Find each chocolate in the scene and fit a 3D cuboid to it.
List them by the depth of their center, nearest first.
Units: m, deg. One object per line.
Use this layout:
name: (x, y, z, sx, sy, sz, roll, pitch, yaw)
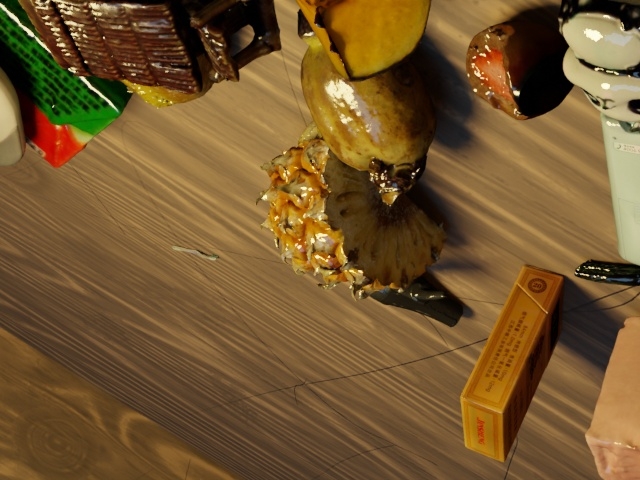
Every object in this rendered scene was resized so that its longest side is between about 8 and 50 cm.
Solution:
chocolate: (0.239, -0.215, 1.198, 0.133, 0.127, 0.124, 49, 125, 35)
chocolate: (-0.498, -0.330, 1.666, 0.360, 0.161, 0.341, 42, 149, -17)

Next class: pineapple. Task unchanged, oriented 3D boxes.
pineapple: (-0.002, 0.000, 1.592, 0.286, 0.209, 0.344, -1, 153, 46)

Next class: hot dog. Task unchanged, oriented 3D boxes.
hot dog: (0.014, -0.168, 1.531, 0.078, 0.061, 0.169, -4, 175, -26)

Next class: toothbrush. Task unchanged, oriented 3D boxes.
toothbrush: (-0.280, 0.027, 2.153, 0.131, 0.013, 0.011, 13, 135, 32)

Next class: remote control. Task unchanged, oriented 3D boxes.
remote control: (0.440, -0.059, 1.314, 0.103, 0.051, 0.293, 12, 144, 32)
remote control: (-0.596, -0.238, 1.634, 0.221, 0.103, 0.332, 34, 155, 5)

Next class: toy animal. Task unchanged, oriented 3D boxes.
toy animal: (0.352, -0.211, 1.076, 0.166, 0.138, 0.179, 30, 150, 39)

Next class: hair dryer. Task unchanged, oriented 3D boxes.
hair dryer: (0.175, 0.099, 1.681, 0.235, 0.091, 0.271, 30, 180, -13)

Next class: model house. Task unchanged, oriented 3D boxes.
model house: (-0.236, -0.343, 1.185, 0.297, 0.282, 0.317, 57, 169, 26)

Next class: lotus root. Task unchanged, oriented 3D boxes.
lotus root: (0.065, -0.202, 1.358, 0.169, 0.141, 0.314, -4, 126, 42)

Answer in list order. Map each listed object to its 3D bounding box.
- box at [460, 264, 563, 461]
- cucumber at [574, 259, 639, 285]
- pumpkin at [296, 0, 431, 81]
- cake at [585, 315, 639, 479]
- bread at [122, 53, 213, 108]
box: (0.317, 0.199, 1.589, 0.076, 0.274, 0.174, 19, 148, 23)
cucumber: (0.457, 0.053, 1.484, 0.134, 0.034, 0.033, 8, 138, 35)
pumpkin: (0.030, -0.355, 1.196, 0.312, 0.169, 0.148, 58, -177, -4)
cake: (0.598, 0.294, 1.463, 0.306, 0.293, 0.314, 3, 133, 37)
bread: (-0.249, -0.320, 1.434, 0.195, 0.176, 0.246, 22, 149, 12)
